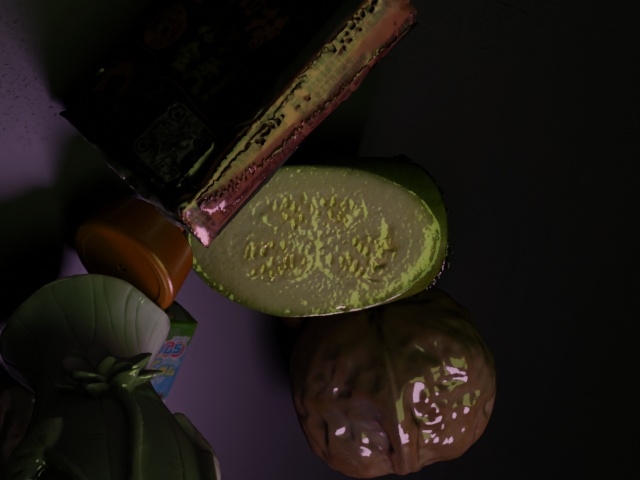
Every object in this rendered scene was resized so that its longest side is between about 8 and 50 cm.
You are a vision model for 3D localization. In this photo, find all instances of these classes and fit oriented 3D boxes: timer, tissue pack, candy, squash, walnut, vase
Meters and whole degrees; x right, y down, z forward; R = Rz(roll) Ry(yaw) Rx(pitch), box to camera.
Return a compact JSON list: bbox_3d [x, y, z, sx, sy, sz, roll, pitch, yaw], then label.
[{"bbox_3d":[-0.176,-0.018,1.983,0.152,0.132,0.132,-51,146,-34],"label":"timer"},{"bbox_3d":[-0.079,-0.174,1.830,0.332,0.245,0.123,-48,139,-3],"label":"tissue pack"},{"bbox_3d":[-0.227,0.163,2.102,0.097,0.062,0.194,6,115,-44],"label":"candy"},{"bbox_3d":[0.000,0.000,2.081,0.260,0.189,0.189,-10,127,-41],"label":"squash"},{"bbox_3d":[0.089,0.176,2.270,0.273,0.227,0.273,-20,129,-27],"label":"walnut"},{"bbox_3d":[-0.218,0.238,1.810,0.250,0.445,0.250,-8,133,-9],"label":"vase"}]

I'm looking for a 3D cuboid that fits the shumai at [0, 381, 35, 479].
[{"bbox_3d":[-0.373,0.330,1.947,0.304,0.263,0.309,25,102,-51],"label":"shumai"}]

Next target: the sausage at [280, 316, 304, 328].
[{"bbox_3d":[-0.054,0.058,2.200,0.035,0.030,0.147,-42,140,-13],"label":"sausage"}]
